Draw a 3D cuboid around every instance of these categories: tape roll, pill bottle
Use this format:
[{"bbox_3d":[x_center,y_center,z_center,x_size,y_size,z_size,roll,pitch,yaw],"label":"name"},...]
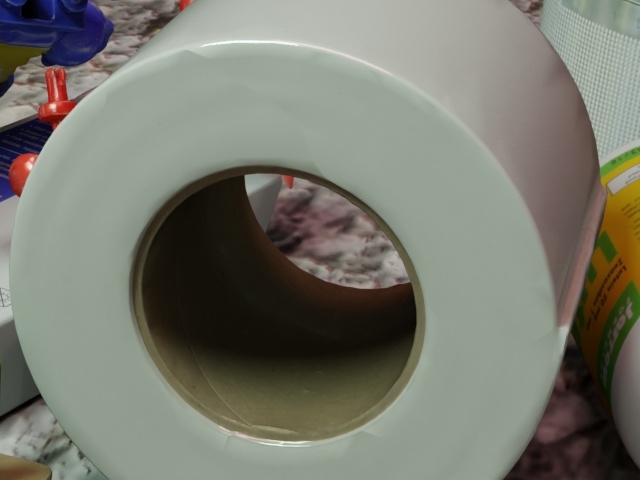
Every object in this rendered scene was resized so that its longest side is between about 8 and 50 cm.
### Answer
[{"bbox_3d":[0.000,0.000,0.896,0.246,0.246,0.169,11,24,9],"label":"tape roll"},{"bbox_3d":[0.203,0.050,0.971,0.136,0.136,0.245,4,24,-8],"label":"pill bottle"}]

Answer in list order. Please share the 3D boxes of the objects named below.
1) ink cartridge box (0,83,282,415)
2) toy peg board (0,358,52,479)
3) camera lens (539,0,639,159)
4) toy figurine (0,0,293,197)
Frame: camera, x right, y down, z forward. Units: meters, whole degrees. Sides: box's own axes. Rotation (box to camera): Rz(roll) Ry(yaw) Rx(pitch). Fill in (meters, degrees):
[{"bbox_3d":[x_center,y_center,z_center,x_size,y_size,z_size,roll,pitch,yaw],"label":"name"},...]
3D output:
[{"bbox_3d":[-0.151,-0.004,1.083,0.165,0.065,0.333,20,29,26],"label":"ink cartridge box"},{"bbox_3d":[-0.216,0.095,0.827,0.161,0.079,0.161,12,24,11],"label":"toy peg board"},{"bbox_3d":[0.239,-0.109,1.165,0.219,0.274,0.219,6,24,-3],"label":"camera lens"},{"bbox_3d":[-0.211,-0.100,1.073,0.363,0.191,0.217,-3,-8,-44],"label":"toy figurine"}]
